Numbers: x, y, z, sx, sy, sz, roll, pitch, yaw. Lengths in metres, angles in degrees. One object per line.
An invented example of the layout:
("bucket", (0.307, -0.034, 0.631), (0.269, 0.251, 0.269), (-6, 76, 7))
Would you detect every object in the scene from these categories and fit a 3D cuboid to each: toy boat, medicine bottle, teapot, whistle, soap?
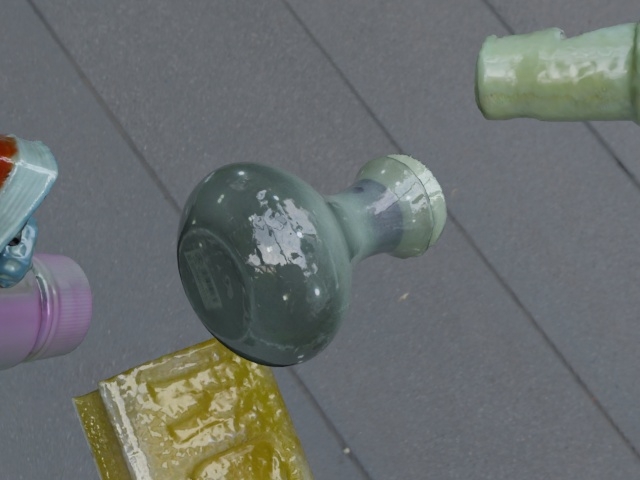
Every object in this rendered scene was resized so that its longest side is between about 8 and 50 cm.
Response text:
("toy boat", (-0.362, -0.022, 0.822), (0.133, 0.331, 0.145), (20, 61, -30))
("medicine bottle", (-0.593, 0.115, 1.255), (0.388, 0.219, 0.219), (2, 60, -58))
("teapot", (0.000, 0.000, 0.699), (0.250, 0.183, 0.184), (-23, 75, -40))
("whistle", (0.198, -0.074, 0.332), (0.257, 0.126, 0.067), (5, 86, 26))
("soap", (-0.183, 0.328, 1.157), (0.293, 0.156, 0.335), (-12, 76, -44))
